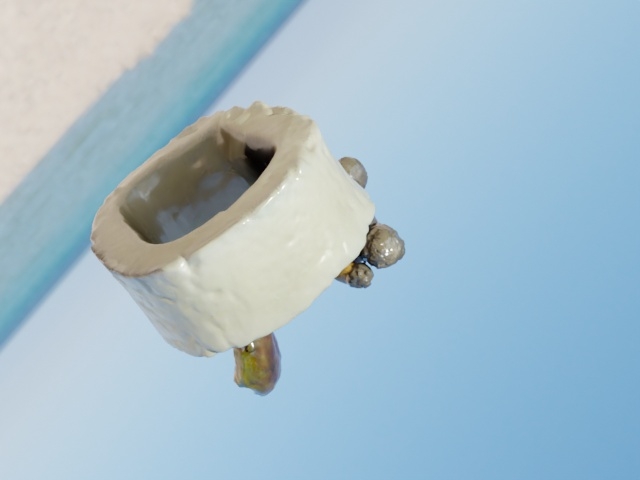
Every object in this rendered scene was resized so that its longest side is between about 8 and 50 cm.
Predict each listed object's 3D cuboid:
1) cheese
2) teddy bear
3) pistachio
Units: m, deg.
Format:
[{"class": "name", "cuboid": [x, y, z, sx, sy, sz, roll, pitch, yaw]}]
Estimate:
[{"class": "cheese", "cuboid": [-0.113, -0.021, 1.605, 0.292, 0.153, 0.332, -43, -149, -13]}, {"class": "teddy bear", "cuboid": [0.000, 0.000, 1.859, 0.190, 0.177, 0.140, -31, -179, -26]}, {"class": "pistachio", "cuboid": [-0.079, 0.164, 1.807, 0.089, 0.049, 0.173, -60, 152, -27]}]
